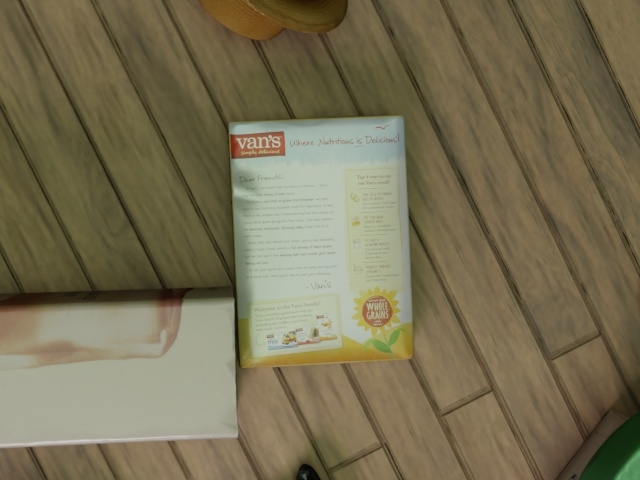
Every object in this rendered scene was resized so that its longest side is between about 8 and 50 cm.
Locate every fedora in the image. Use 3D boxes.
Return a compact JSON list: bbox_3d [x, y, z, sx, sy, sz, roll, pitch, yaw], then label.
[{"bbox_3d":[-0.065,-0.250,1.078,0.194,0.194,0.079,42,126,-4],"label":"fedora"}]

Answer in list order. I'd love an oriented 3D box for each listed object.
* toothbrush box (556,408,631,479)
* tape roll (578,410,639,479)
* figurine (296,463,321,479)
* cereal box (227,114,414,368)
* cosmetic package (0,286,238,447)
[{"bbox_3d":[0.349,0.342,1.117,0.295,0.126,0.216,39,87,-3],"label":"toothbrush box"},{"bbox_3d":[0.377,0.292,1.019,0.321,0.077,0.321,0,89,-6],"label":"tape roll"},{"bbox_3d":[-0.033,0.358,1.111,0.215,0.092,0.209,-36,86,-3],"label":"figurine"},{"bbox_3d":[0.000,0.000,1.119,0.173,0.047,0.240,-2,91,-5],"label":"cereal box"},{"bbox_3d":[-0.224,0.112,1.051,0.296,0.153,0.129,-1,91,-6],"label":"cosmetic package"}]
